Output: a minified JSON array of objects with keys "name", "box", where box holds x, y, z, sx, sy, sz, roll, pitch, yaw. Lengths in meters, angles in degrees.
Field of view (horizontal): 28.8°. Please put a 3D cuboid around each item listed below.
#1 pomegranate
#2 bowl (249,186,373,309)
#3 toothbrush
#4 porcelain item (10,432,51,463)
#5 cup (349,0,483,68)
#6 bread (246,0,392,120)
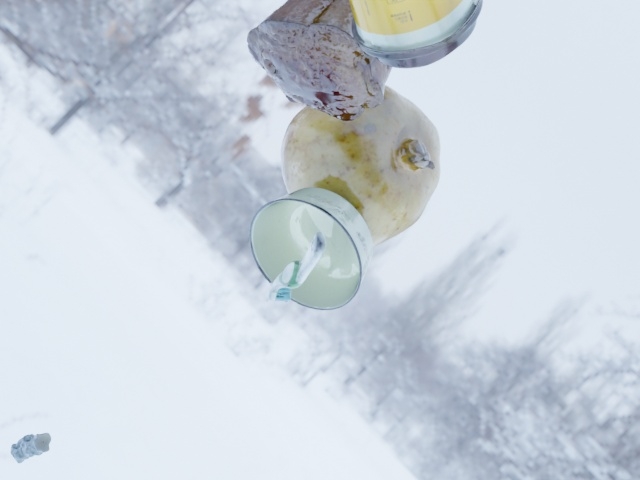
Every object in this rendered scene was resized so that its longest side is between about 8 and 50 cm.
[{"name":"pomegranate","box":[0.094,-0.154,2.438,0.342,0.342,0.342,45,-1,1]},{"name":"bowl","box":[0.000,0.000,2.292,0.237,0.126,0.238,19,-51,25]},{"name":"toothbrush","box":[-0.028,0.034,1.310,0.030,0.030,0.304,45,-15,2]},{"name":"porcelain item","box":[-0.385,0.272,1.647,0.028,0.036,0.083,45,-40,-19]},{"name":"cup","box":[0.107,-0.392,1.730,0.196,0.196,0.280,44,-15,49]},{"name":"bread","box":[0.002,-0.299,2.048,0.246,0.135,0.232,9,-38,36]}]
